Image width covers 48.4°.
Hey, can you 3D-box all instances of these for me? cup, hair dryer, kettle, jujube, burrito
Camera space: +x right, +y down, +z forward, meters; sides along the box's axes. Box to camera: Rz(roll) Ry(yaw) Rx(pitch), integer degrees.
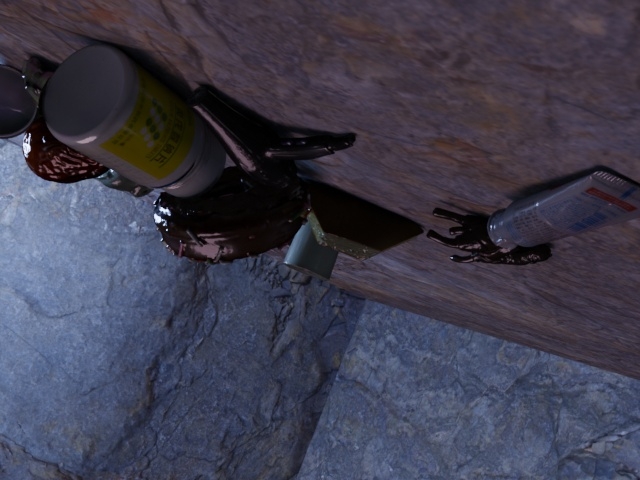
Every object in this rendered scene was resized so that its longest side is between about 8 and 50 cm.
[{"bbox_3d":[-0.636,-0.271,1.373,0.173,0.134,0.142,23,176,-21],"label":"cup"},{"bbox_3d":[-0.047,-0.137,0.932,0.219,0.075,0.195,3,153,40],"label":"hair dryer"},{"bbox_3d":[0.004,0.001,1.428,0.098,0.148,0.127,13,168,42],"label":"kettle"},{"bbox_3d":[-0.522,-0.196,1.520,0.236,0.168,0.168,6,166,30],"label":"jujube"},{"bbox_3d":[-0.473,-0.253,1.281,0.096,0.066,0.309,28,172,-10],"label":"burrito"}]

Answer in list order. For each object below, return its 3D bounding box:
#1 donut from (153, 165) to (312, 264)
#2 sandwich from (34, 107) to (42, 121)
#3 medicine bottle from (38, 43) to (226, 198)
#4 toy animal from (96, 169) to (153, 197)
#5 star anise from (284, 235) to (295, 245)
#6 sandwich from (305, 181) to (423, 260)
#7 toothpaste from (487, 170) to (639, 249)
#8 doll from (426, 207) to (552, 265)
[{"bbox_3d":[-0.145,-0.047,1.176,0.269,0.103,0.270,-6,-158,2],"label":"donut"},{"bbox_3d":[-0.619,-0.273,1.566,0.074,0.074,0.116,29,170,-37],"label":"sandwich"},{"bbox_3d":[-0.250,-0.155,1.006,0.143,0.143,0.258,19,173,26],"label":"medicine bottle"},{"bbox_3d":[-0.480,-0.163,1.859,0.138,0.108,0.236,17,172,35],"label":"toy animal"},{"bbox_3d":[-0.179,-0.056,1.709,0.331,0.118,0.332,16,173,2],"label":"star anise"},{"bbox_3d":[0.059,-0.028,1.280,0.258,0.096,0.094,20,168,-8],"label":"sandwich"},{"bbox_3d":[0.262,-0.029,0.772,0.089,0.057,0.234,21,167,-13],"label":"toothpaste"},{"bbox_3d":[0.254,0.004,1.051,0.165,0.057,0.139,9,167,27],"label":"doll"}]
